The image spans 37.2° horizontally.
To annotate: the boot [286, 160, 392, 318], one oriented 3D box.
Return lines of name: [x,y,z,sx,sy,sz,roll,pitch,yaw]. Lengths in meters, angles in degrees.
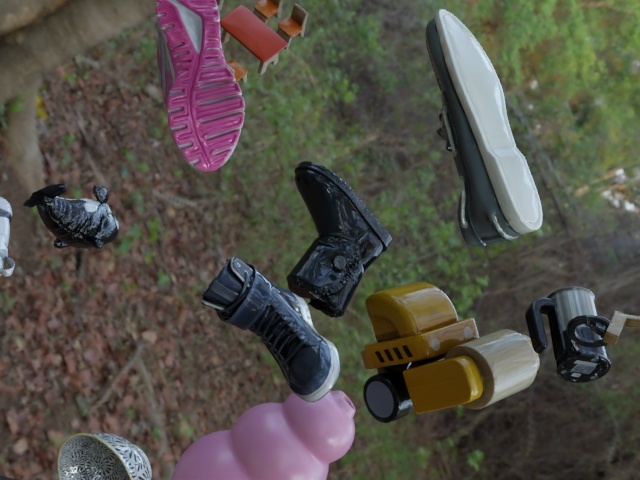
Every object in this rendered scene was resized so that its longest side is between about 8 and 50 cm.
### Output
boot: [0.000,0.000,1.778,0.246,0.207,0.094,46,-28,-16]

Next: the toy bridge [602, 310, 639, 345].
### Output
toy bridge: [0.420,0.120,1.068,0.063,0.188,0.026,-56,155,-30]

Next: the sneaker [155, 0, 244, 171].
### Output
sneaker: [-0.164,-0.209,1.282,0.111,0.103,0.252,128,-45,-73]

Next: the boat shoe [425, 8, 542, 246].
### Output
boat shoe: [0.182,-0.143,1.217,0.116,0.099,0.319,2,66,-50]

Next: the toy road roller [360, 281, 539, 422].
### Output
toy road roller: [0.215,0.190,1.766,0.203,0.330,0.240,-13,86,-42]

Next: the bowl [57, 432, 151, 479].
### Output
bowl: [-0.306,0.353,1.422,0.080,0.170,0.170,-22,91,-51]

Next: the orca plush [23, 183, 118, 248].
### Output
orca plush: [-0.453,-0.035,1.859,0.102,0.151,0.287,39,-15,17]

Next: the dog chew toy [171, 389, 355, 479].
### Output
dog chew toy: [-0.082,0.363,1.552,0.206,0.332,0.206,50,7,-8]

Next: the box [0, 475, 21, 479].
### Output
box: [-0.584,0.615,1.749,0.343,0.312,0.179,24,-6,-31]

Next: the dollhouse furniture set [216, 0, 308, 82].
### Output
dollhouse furniture set: [-0.193,-0.505,2.172,0.259,0.262,0.135,41,-27,11]

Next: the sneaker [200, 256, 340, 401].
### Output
sneaker: [-0.072,0.111,1.240,0.163,0.086,0.226,36,9,-32]

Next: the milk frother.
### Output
milk frother: [0.411,0.128,1.502,0.129,0.143,0.134,24,44,-27]

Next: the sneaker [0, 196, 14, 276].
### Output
sneaker: [-0.854,0.007,2.086,0.137,0.366,0.210,-62,-139,45]
